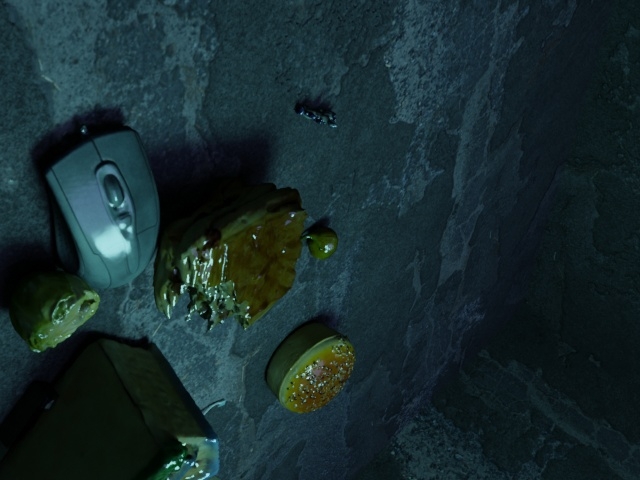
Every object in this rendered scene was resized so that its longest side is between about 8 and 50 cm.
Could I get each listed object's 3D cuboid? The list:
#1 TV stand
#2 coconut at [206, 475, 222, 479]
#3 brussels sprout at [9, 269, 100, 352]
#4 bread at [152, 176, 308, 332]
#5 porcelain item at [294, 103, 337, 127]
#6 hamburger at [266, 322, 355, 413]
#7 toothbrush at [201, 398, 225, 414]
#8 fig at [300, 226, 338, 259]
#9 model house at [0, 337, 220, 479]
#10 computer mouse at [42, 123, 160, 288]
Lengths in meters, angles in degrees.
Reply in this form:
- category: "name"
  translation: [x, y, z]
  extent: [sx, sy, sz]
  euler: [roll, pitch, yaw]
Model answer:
- category: "TV stand"
  translation: [-0.624, 0.398, 1.526]
  extent: [0.256, 0.049, 0.040]
  euler: [-54, 154, 3]
- category: "coconut"
  translation: [-0.348, 0.823, 2.143]
  extent: [0.329, 0.329, 0.328]
  euler: [-37, 149, -27]
- category: "brussels sprout"
  translation: [-0.474, 0.109, 1.328]
  extent: [0.151, 0.122, 0.149]
  euler: [-42, 176, 11]
- category: "bread"
  translation: [-0.204, 0.036, 1.555]
  extent: [0.370, 0.192, 0.314]
  euler: [-32, 144, -46]
- category: "porcelain item"
  translation: [0.008, -0.267, 1.662]
  extent: [0.136, 0.075, 0.021]
  euler: [-4, 125, -55]
- category: "hamburger"
  translation: [-0.020, 0.390, 2.300]
  extent: [0.300, 0.176, 0.300]
  euler: [-35, 148, -26]
- category: "toothbrush"
  translation: [-0.338, 0.480, 2.094]
  extent: [0.204, 0.017, 0.022]
  euler: [-18, 118, -48]
- category: "fig"
  translation: [0.000, 0.000, 1.980]
  extent: [0.084, 0.082, 0.098]
  euler: [-24, 144, 24]
- category: "model house"
  translation: [-0.420, 0.463, 1.626]
  extent: [0.382, 0.334, 0.343]
  euler: [-45, 151, 6]
- category: "computer mouse"
  translation: [-0.367, -0.039, 1.328]
  extent: [0.188, 0.122, 0.371]
  euler: [-34, 145, -31]
